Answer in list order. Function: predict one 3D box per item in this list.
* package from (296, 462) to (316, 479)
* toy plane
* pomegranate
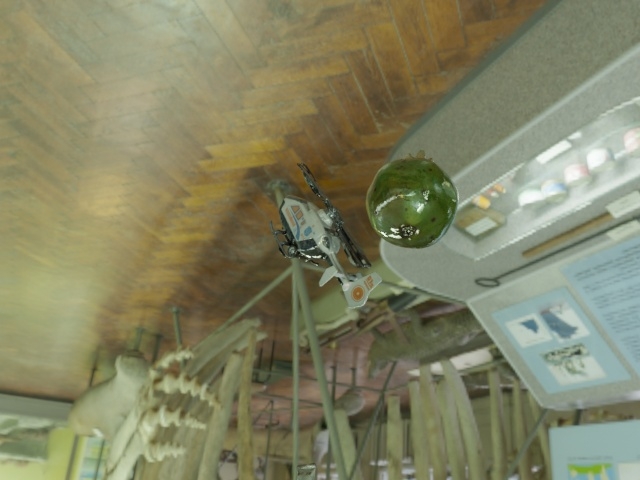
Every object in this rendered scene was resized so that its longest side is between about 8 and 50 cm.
[{"bbox_3d":[-0.024,0.402,0.937,0.037,0.110,0.015,-19,142,29],"label":"package"},{"bbox_3d":[0.000,0.001,0.699,0.053,0.197,0.078,17,123,-47],"label":"toy plane"},{"bbox_3d":[0.184,-0.094,1.212,0.187,0.225,0.187,8,132,9],"label":"pomegranate"}]
